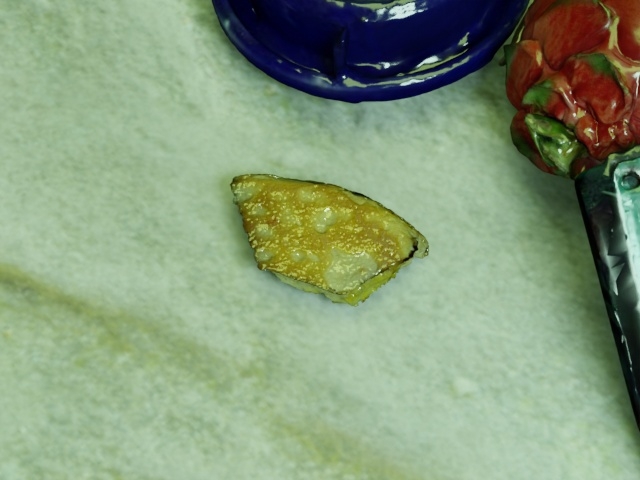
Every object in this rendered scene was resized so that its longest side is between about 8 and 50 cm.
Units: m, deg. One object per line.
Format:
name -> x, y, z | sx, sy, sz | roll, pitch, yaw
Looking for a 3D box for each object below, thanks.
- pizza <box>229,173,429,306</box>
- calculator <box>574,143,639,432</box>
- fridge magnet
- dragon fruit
pizza -> 0.000, 0.000, 1.454 | 0.160, 0.036, 0.099 | 16, 58, 9
calculator -> 0.325, 0.041, 1.366 | 0.248, 0.058, 0.274 | -15, 91, -8
fridge magnet -> 0.041, -0.225, 1.550 | 0.265, 0.113, 0.265 | -2, 56, 2
dragon fruit -> 0.240, -0.144, 1.462 | 0.193, 0.192, 0.274 | 22, 57, 10
